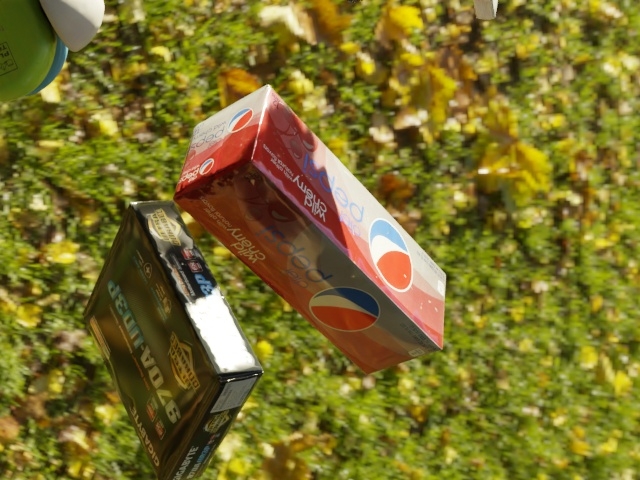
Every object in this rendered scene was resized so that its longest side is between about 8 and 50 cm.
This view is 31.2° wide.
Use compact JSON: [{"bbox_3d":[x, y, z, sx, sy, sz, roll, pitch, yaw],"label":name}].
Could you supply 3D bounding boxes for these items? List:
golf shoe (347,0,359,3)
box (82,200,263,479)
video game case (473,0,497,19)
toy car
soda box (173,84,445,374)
[{"bbox_3d":[0.068,-0.360,1.135,0.273,0.120,0.105,-59,168,-12],"label":"golf shoe"},{"bbox_3d":[-0.149,0.097,1.111,0.051,0.175,0.220,-6,51,-37],"label":"box"},{"bbox_3d":[0.126,-0.260,0.853,0.157,0.019,0.143,44,52,-75],"label":"video game case"},{"bbox_3d":[-0.245,-0.182,0.840,0.159,0.136,0.182,-24,84,1],"label":"toy car"},{"bbox_3d":[0.000,0.000,0.951,0.263,0.083,0.092,44,38,-33],"label":"soda box"}]
